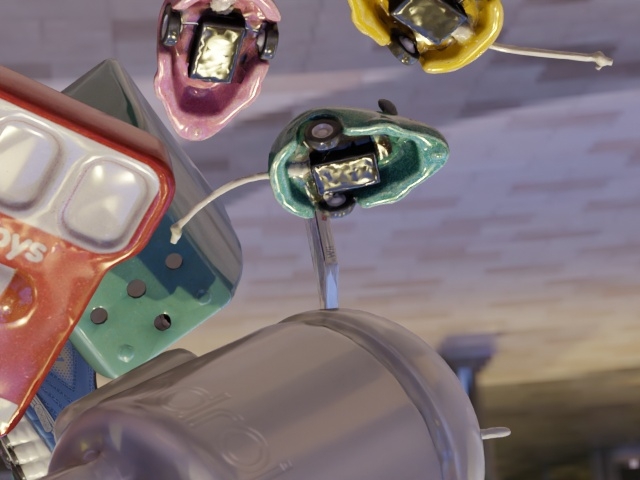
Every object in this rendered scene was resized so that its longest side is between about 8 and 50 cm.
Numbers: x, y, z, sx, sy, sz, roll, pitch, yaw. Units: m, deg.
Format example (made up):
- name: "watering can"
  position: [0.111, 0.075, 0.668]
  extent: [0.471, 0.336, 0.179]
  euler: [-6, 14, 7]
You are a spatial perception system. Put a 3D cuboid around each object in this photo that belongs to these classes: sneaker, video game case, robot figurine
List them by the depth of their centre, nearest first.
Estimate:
- name: "robot figurine"
  position: [-0.032, 0.163, 1.197]
  extent: [0.300, 0.199, 0.353]
  euler: [32, -144, 30]
- name: "video game case"
  position: [0.000, 0.000, 1.384]
  extent: [0.011, 0.122, 0.087]
  euler: [-6, 139, -5]
- name: "sneaker"
  position: [-0.174, 0.230, 1.644]
  extent: [0.147, 0.330, 0.130]
  euler: [-26, -176, -16]

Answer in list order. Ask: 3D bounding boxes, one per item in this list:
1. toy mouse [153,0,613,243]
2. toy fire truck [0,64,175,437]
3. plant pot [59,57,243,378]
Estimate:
- name: "toy mouse"
  position: [-0.009, -0.053, 0.634]
  extent: [0.161, 0.031, 0.143]
  euler: [25, 124, -30]
- name: "toy fire truck"
  position: [-0.263, -0.012, 1.039]
  extent: [0.302, 0.254, 0.169]
  euler: [26, -159, -18]
- name: "plant pot"
  position: [-0.161, -0.003, 1.426]
  extent: [0.166, 0.165, 0.234]
  euler: [-36, -156, 0]
